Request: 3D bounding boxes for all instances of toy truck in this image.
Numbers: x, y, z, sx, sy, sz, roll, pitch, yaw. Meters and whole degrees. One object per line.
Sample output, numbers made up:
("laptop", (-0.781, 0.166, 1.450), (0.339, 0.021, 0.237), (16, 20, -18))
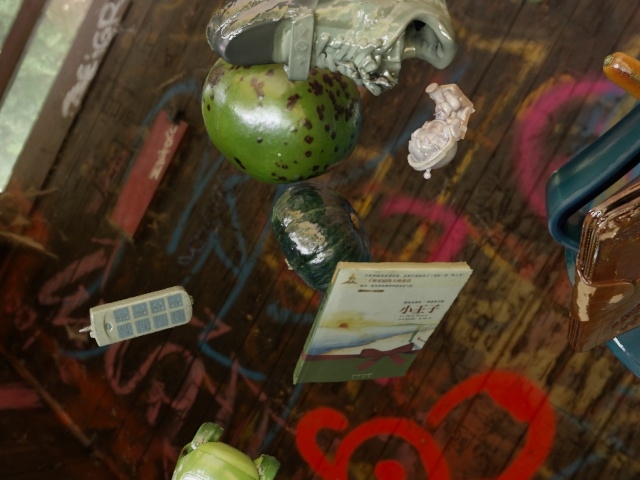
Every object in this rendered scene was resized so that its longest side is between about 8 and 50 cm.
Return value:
("toy truck", (-0.170, 0.400, 0.970), (0.148, 0.210, 0.187), (27, 167, 2))

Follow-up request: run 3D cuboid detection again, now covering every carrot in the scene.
("carrot", (0.714, -0.339, 1.373), (0.225, 0.067, 0.067), (33, -174, -7))

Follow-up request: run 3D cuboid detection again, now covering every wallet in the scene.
("wallet", (0.218, 0.020, 0.430), (0.026, 0.095, 0.176), (61, 175, 38))

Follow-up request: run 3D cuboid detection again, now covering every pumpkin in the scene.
("pumpkin", (0.001, -0.002, 1.101), (0.211, 0.152, 0.211), (46, -151, -35))

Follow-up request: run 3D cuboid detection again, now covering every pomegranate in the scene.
("pomegranate", (-0.060, -0.216, 0.981), (0.255, 0.270, 0.254), (0, -145, 0))

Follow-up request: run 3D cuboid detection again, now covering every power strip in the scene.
("power strip", (-0.363, 0.152, 1.249), (0.227, 0.079, 0.029), (-14, -155, -20))

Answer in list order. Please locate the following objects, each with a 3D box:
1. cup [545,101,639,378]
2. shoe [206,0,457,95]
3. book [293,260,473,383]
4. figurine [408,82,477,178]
("cup", (0.405, -0.031, 0.583), (0.308, 0.292, 0.242), (46, -131, 6))
("shoe", (0.028, -0.229, 0.721), (0.109, 0.293, 0.149), (103, 146, -68))
("book", (0.082, 0.129, 0.937), (0.202, 0.289, 0.026), (1, -133, -17))
("figurine", (0.300, -0.280, 1.623), (0.141, 0.236, 0.162), (29, 177, -26))
